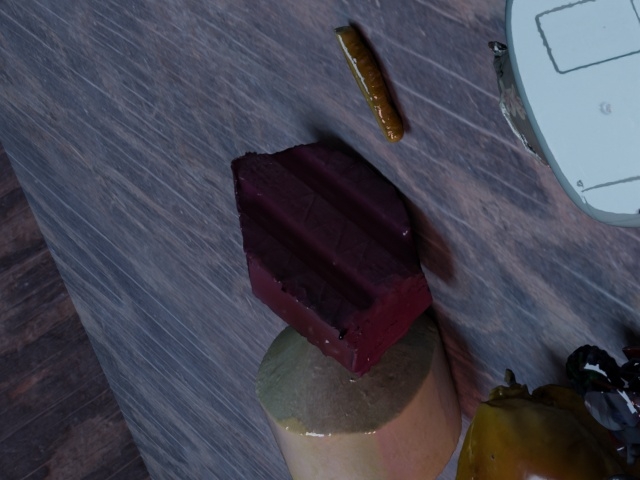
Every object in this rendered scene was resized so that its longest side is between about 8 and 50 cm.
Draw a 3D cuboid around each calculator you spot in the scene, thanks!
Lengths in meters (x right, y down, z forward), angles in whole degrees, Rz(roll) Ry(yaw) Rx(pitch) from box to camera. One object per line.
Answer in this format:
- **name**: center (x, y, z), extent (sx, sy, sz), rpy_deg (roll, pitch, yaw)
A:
- **calculator**: center (0.245, -0.103, 1.540), extent (0.184, 0.042, 0.295), rpy_deg (-14, 110, 39)

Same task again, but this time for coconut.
- **coconut**: center (0.043, 0.179, 2.345), extent (0.239, 0.239, 0.244), rpy_deg (39, 158, 43)

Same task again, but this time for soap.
- **soap**: center (0.000, 0.000, 2.240), extent (0.289, 0.182, 0.112), rpy_deg (39, 157, 30)

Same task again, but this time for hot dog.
- **hot dog**: center (0.053, -0.163, 2.068), extent (0.044, 0.028, 0.137), rpy_deg (-91, -23, -74)

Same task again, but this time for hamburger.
- **hamburger**: center (0.265, 0.290, 2.063), extent (0.314, 0.170, 0.290), rpy_deg (51, 155, 23)

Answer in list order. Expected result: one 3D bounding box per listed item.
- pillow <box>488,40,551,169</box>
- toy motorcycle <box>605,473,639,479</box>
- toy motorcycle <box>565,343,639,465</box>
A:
- **pillow**: center (0.215, -0.128, 1.667), extent (0.169, 0.059, 0.255), rpy_deg (56, 161, 4)
- **toy motorcycle**: center (0.303, 0.267, 1.786), extent (0.327, 0.188, 0.143), rpy_deg (127, 153, -44)
- **toy motorcycle**: center (0.317, 0.158, 1.840), extent (0.213, 0.082, 0.122), rpy_deg (5, 133, 55)
